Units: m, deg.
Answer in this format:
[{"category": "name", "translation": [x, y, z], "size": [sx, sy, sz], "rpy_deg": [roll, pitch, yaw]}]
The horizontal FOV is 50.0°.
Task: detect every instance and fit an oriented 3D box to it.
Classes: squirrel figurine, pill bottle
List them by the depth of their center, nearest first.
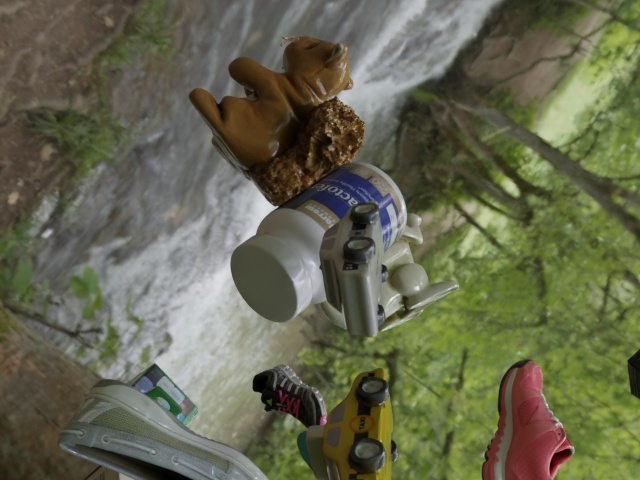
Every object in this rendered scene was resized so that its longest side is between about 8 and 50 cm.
[{"category": "pill bottle", "translation": [0.000, 0.000, 1.013], "size": [0.265, 0.153, 0.153], "rpy_deg": [-38, 155, -41]}, {"category": "squirrel figurine", "translation": [-0.047, -0.289, 1.616], "size": [0.370, 0.397, 0.281], "rpy_deg": [-39, 158, -8]}]

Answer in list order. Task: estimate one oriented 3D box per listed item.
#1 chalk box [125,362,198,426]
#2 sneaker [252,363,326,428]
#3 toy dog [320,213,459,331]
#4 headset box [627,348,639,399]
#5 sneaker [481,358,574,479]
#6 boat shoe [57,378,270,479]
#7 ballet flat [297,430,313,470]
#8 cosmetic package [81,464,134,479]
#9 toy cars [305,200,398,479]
[{"category": "chalk box", "translation": [-0.338, 0.336, 1.312], "size": [0.213, 0.132, 0.132], "rpy_deg": [-36, -172, 46]}, {"category": "sneaker", "translation": [-0.055, 0.256, 1.100], "size": [0.075, 0.170, 0.063], "rpy_deg": [-7, 114, -33]}, {"category": "toy dog", "translation": [0.120, 0.048, 1.946], "size": [0.396, 0.407, 0.284], "rpy_deg": [-19, 163, -21]}, {"category": "headset box", "translation": [0.889, 0.303, 1.532], "size": [0.246, 0.283, 0.131], "rpy_deg": [-36, 127, -17]}, {"category": "sneaker", "translation": [0.387, 0.348, 1.228], "size": [0.313, 0.136, 0.115], "rpy_deg": [-61, 138, -44]}, {"category": "boat shoe", "translation": [-0.187, 0.310, 0.906], "size": [0.118, 0.320, 0.103], "rpy_deg": [-44, -169, 46]}, {"category": "ballet flat", "translation": [0.019, 0.542, 1.668], "size": [0.068, 0.213, 0.072], "rpy_deg": [18, 102, -39]}, {"category": "cosmetic package", "translation": [-0.394, 0.621, 1.511], "size": [0.153, 0.129, 0.296], "rpy_deg": [-41, 118, -1]}, {"category": "toy cars", "translation": [0.030, 0.125, 0.754], "size": [0.176, 0.087, 0.393], "rpy_deg": [62, 25, -66]}]
